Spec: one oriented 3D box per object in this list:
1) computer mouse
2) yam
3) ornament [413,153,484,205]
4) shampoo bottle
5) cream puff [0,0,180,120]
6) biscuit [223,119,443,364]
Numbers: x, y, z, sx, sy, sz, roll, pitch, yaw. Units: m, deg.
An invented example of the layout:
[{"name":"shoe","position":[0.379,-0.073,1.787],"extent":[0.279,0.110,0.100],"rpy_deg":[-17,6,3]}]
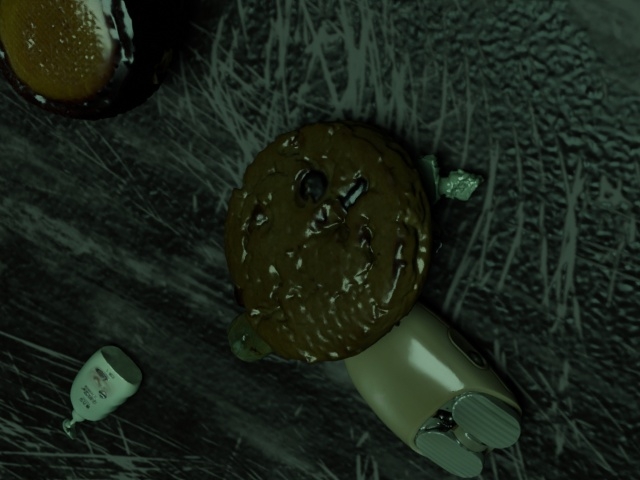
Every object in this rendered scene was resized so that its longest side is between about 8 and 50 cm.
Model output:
[{"name":"computer mouse","position":[0.126,0.170,1.623],"extent":[0.236,0.082,0.145],"rpy_deg":[47,121,5]},{"name":"yam","position":[0.012,0.058,1.644],"extent":[0.317,0.067,0.071],"rpy_deg":[-31,95,33]},{"name":"ornament","position":[0.130,-0.069,1.553],"extent":[0.092,0.041,0.068],"rpy_deg":[34,140,1]},{"name":"shampoo bottle","position":[-0.308,0.211,1.875],"extent":[0.077,0.045,0.152],"rpy_deg":[46,123,3]},{"name":"cream puff","position":[-0.270,-0.260,1.605],"extent":[0.239,0.165,0.239],"rpy_deg":[10,114,23]},{"name":"biscuit","position":[-0.001,-0.001,1.570],"extent":[0.296,0.075,0.296],"rpy_deg":[-4,83,38]}]
